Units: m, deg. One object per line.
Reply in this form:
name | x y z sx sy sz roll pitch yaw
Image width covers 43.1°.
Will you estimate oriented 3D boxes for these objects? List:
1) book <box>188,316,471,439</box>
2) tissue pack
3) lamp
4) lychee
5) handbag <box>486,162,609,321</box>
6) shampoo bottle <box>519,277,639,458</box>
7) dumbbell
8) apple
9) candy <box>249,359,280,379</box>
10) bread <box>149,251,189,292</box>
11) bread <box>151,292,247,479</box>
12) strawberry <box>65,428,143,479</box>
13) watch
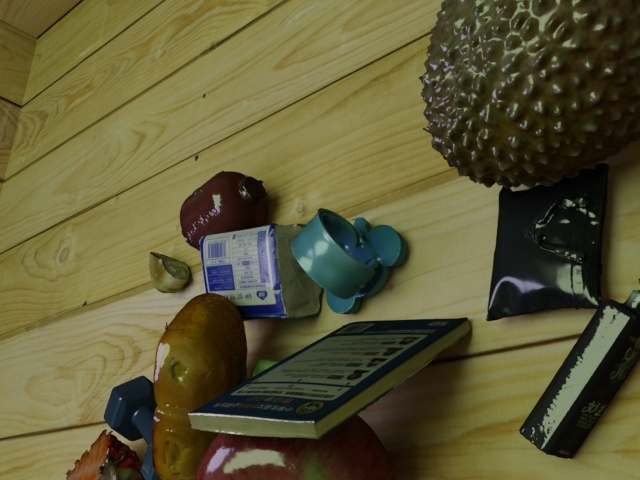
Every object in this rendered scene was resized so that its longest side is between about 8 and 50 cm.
book | 0.025 0.221 1.374 0.300 0.428 0.039 -8 101 44
tissue pack | -0.133 0.072 1.779 0.269 0.137 0.209 -9 90 46
lamp | -0.235 -0.065 1.966 0.258 0.180 0.180 -33 49 35
lychee | 0.350 -0.271 1.250 0.432 0.380 0.380 -51 42 12
handbag | 0.371 0.004 1.323 0.211 0.088 0.254 -12 59 47
shampoo bottle | 0.410 0.173 1.183 0.071 0.098 0.310 38 101 49
dumbbell | -0.379 0.448 1.874 0.144 0.160 0.325 -46 38 -11
apple | -0.041 0.423 1.396 0.344 0.269 0.345 2 96 18
candy | -0.098 0.412 1.599 0.142 0.132 0.344 -9 65 54
bread | -0.401 0.092 2.129 0.157 0.083 0.094 15 86 52
bread | -0.228 0.290 1.644 0.337 0.148 0.328 -62 -22 -76
strawberry | -0.526 0.626 1.959 0.280 0.150 0.253 -46 30 32
watch | 0.036 0.025 1.596 0.211 0.193 0.211 -22 57 37
